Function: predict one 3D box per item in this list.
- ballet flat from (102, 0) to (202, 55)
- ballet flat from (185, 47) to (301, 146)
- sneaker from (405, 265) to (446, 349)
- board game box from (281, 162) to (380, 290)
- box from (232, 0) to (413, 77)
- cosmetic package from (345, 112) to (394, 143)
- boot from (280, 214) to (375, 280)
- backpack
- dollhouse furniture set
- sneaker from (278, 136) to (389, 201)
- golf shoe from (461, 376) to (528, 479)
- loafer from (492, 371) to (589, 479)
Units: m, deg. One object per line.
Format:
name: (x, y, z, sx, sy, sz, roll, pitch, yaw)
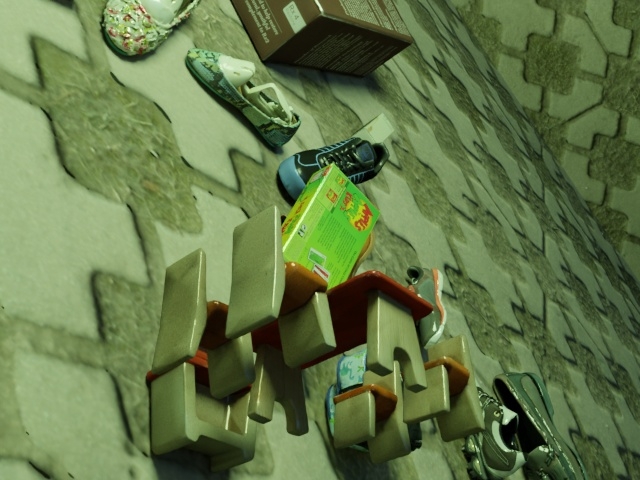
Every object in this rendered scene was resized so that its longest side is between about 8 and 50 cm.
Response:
ballet flat: (-0.201, -0.314, 0.912, 0.091, 0.077, 0.241, 47, 31, -22)
ballet flat: (-0.098, -0.209, 0.989, 0.188, 0.070, 0.070, 40, 34, -31)
sneaker: (0.155, 0.103, 1.121, 0.064, 0.061, 0.158, 19, 40, -12)
board game box: (-0.002, 0.003, 0.855, 0.092, 0.043, 0.181, 44, 51, -20)
box: (0.005, -0.413, 1.269, 0.381, 0.143, 0.191, -12, 74, -62)
cosmetic package: (0.083, -0.180, 1.250, 0.041, 0.060, 0.115, 54, 28, -7)
boot: (0.000, 0.000, 0.943, 0.152, 0.073, 0.197, 30, 38, -36)
backpack: (0.058, 0.187, 0.840, 0.105, 0.084, 0.114, 32, 44, -41)
dollhouse furniture set: (-0.031, 0.092, 0.609, 0.262, 0.259, 0.135, 34, 40, -39)
sneaker: (0.025, -0.114, 1.064, 0.081, 0.090, 0.232, 61, 28, 3)
golf shoe: (0.248, 0.255, 1.068, 0.077, 0.093, 0.198, 18, 47, -48)
loafer: (0.353, 0.339, 1.178, 0.084, 0.096, 0.268, 13, 43, -28)
